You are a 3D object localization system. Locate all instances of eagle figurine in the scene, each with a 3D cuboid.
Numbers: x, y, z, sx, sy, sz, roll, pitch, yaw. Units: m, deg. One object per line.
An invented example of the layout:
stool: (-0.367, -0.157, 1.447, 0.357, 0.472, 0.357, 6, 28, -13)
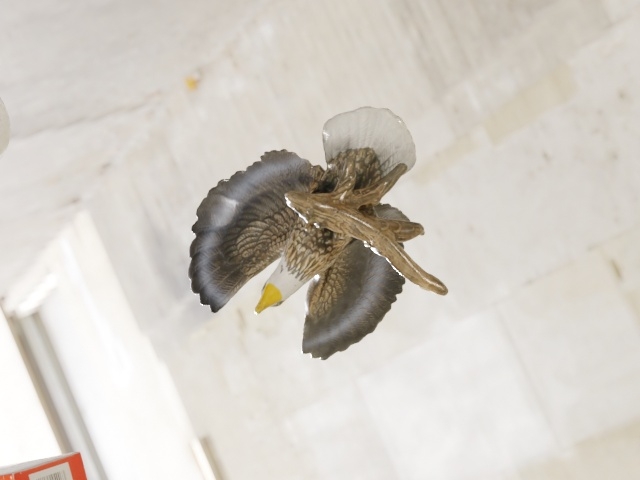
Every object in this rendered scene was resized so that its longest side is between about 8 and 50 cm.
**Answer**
eagle figurine: (-0.009, 0.005, 1.821, 0.225, 0.226, 0.298, -16, 172, -17)

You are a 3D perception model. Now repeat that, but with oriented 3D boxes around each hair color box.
hair color box: (-0.304, 0.237, 1.531, 0.167, 0.053, 0.093, -15, 178, 33)

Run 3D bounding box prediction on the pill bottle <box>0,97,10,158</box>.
pill bottle: (-0.454, -0.075, 1.764, 0.161, 0.161, 0.283, -29, -165, 33)
